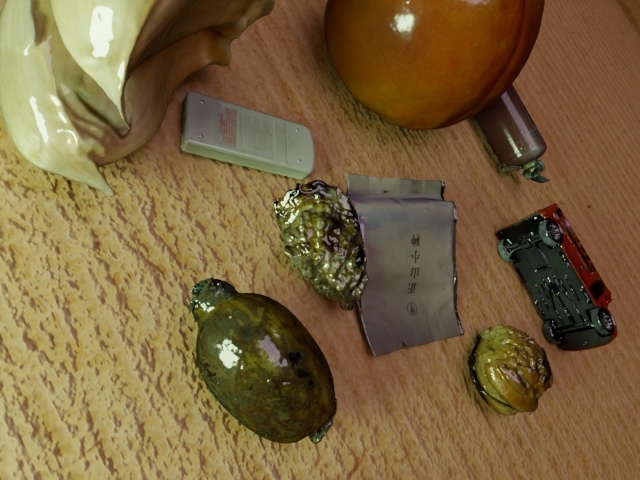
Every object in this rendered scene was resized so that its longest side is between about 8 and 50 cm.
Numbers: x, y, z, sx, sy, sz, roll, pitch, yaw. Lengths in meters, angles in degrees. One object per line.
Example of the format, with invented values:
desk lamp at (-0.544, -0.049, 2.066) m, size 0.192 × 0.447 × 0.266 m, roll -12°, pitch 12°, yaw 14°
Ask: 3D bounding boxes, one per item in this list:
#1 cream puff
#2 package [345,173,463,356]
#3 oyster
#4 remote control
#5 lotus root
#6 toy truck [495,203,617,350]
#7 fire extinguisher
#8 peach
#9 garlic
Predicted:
cream puff at (0.286, 0.189, 0.691) m, size 0.120 × 0.104 × 0.133 m, roll 22°, pitch 57°, yaw -16°
package at (0.126, 0.029, 0.692) m, size 0.204 × 0.062 × 0.250 m, roll -2°, pitch 83°, yaw -34°
oyster at (0.005, 0.007, 0.599) m, size 0.106 × 0.056 × 0.177 m, roll -13°, pitch 83°, yaw -6°
remote control at (-0.093, -0.140, 0.637) m, size 0.190 × 0.029 × 0.087 m, roll 8°, pitch 65°, yaw -30°
lotus root at (-0.062, 0.126, 0.478) m, size 0.209 × 0.120 × 0.120 m, roll 51°, pitch 51°, yaw -6°
toy truck at (0.433, 0.065, 0.836) m, size 0.114 × 0.107 × 0.252 m, roll -23°, pitch 82°, yaw -37°
fire extinguisher at (0.383, -0.229, 0.944) m, size 0.105 × 0.105 × 0.268 m, roll -18°, pitch 80°, yaw -37°
peach at (0.183, -0.359, 0.745) m, size 0.343 × 0.302 × 0.342 m, roll 14°, pitch 62°, yaw -29°
garlic at (-0.189, -0.224, 0.481) m, size 0.313 × 0.286 × 0.249 m, roll -53°, pitch 136°, yaw -40°
